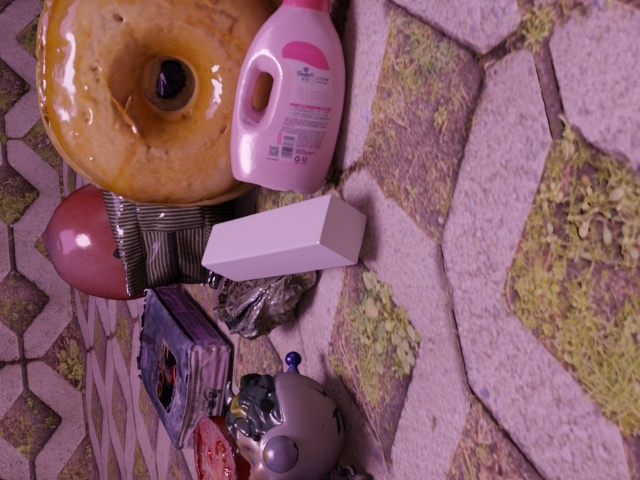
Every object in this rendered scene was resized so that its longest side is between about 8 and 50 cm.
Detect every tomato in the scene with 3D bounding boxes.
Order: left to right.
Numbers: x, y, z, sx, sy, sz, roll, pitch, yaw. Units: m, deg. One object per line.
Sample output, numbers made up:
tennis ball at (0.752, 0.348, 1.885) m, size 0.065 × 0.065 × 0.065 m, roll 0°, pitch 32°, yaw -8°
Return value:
tomato at (-0.532, 0.001, 1.866) m, size 0.321 × 0.321 × 0.322 m, roll 13°, pitch 105°, yaw 61°
tomato at (-0.180, 0.455, 1.498) m, size 0.225 × 0.085 × 0.225 m, roll 8°, pitch 100°, yaw 58°

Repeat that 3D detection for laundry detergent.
laundry detergent at (-0.039, -0.242, 1.078) m, size 0.088 × 0.159 × 0.335 m, roll -89°, pitch 8°, yaw -75°

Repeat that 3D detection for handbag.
handbag at (-0.297, -0.025, 1.469) m, size 0.340 × 0.247 × 0.240 m, roll -157°, pitch 66°, yaw -78°

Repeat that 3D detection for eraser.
eraser at (-0.063, 0.003, 1.130) m, size 0.298 × 0.076 × 0.078 m, roll -10°, pitch 58°, yaw 48°

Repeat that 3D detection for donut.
donut at (-0.230, -0.258, 1.177) m, size 0.198 × 0.448 × 0.449 m, roll -111°, pitch 27°, yaw -65°

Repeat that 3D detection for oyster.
oyster at (-0.099, 0.081, 1.292) m, size 0.198 × 0.112 × 0.267 m, roll -67°, pitch 24°, yaw 5°

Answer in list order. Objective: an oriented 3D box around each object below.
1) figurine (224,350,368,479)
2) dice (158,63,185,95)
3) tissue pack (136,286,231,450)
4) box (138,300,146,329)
figurine at (-0.025, 0.357, 1.094) m, size 0.382 × 0.186 × 0.261 m, roll 63°, pitch 156°, yaw 27°
dice at (-0.248, -0.304, 1.423) m, size 0.183 × 0.182 × 0.181 m, roll -30°, pitch 66°, yaw 58°
tissue pack at (-0.319, 0.280, 1.704) m, size 0.361 × 0.122 × 0.259 m, roll 36°, pitch 121°, yaw 58°
box at (-0.470, 0.230, 2.064) m, size 0.089 × 0.043 × 0.125 m, roll -27°, pitch 70°, yaw 61°
